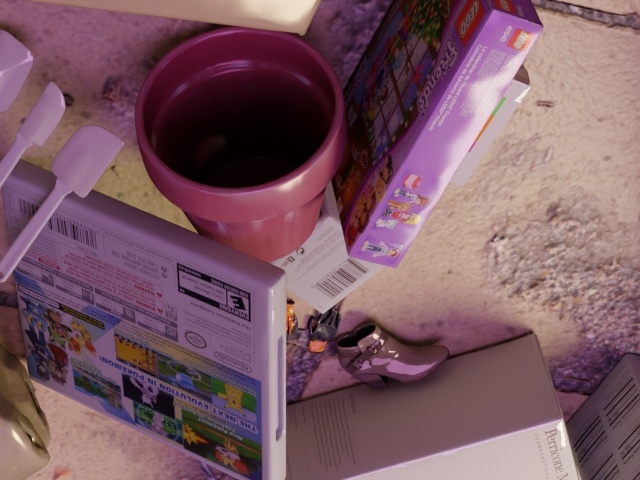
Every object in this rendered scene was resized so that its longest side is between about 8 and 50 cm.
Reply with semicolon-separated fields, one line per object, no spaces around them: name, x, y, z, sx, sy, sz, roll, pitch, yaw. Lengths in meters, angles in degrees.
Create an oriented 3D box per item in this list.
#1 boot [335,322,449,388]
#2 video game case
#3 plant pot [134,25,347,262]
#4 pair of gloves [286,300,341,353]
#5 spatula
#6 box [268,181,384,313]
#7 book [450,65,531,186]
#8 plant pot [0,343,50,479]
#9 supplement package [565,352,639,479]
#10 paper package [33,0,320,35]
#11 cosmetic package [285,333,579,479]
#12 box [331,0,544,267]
boot;0.079;0.127;1.839;0.118;0.042;0.087;-25;127;11
video game case;-0.179;0.091;1.640;0.329;0.036;0.300;22;135;22
plant pot;-0.071;-0.078;1.552;0.201;0.201;0.180;-9;147;-2
pair of gloves;-0.020;0.100;1.818;0.083;0.010;0.074;6;129;-16
spatula;-0.311;-0.076;1.567;0.168;0.019;0.242;41;125;-3
box;0.000;0.000;1.685;0.101;0.087;0.102;-38;125;21
book;0.138;-0.129;1.639;0.096;0.035;0.144;18;126;-19
plant pot;-0.463;0.200;1.655;0.306;0.334;0.333;-27;130;-2
supplement package;0.434;0.276;1.920;0.194;0.203;0.149;17;125;-23
paper package;-0.113;-0.340;1.276;0.325;0.168;0.309;3;132;-33
cosmetic package;0.114;0.269;1.893;0.366;0.155;0.197;-17;128;6
box;0.096;-0.147;1.502;0.057;0.201;0.293;15;126;-21
